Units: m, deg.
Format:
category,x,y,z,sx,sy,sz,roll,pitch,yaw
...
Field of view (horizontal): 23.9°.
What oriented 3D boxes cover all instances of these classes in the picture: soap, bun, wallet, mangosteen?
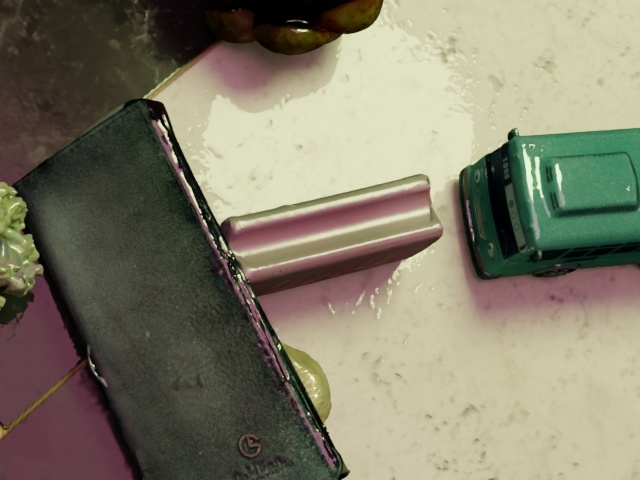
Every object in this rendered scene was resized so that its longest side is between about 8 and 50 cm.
category,x,y,z,sx,sy,sz,roll,pitch,yaw
soap,0.000,0.000,1.394,0.203,0.122,0.065,-14,81,-17
bun,-0.047,0.144,1.373,0.115,0.069,0.115,-2,75,6
wallet,-0.134,0.077,1.324,0.379,0.191,0.046,63,27,6
mangosteen,-0.018,-0.279,1.425,0.210,0.210,0.209,4,75,-14

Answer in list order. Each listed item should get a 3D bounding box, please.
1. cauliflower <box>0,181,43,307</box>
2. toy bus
category,x,y,z,sx,sy,sz,roll,pitch,yaw
cauliflower,-0.349,0.053,1.267,0.256,0.239,0.315,-19,102,-57
toy bus,0.278,-0.040,1.466,0.256,0.147,0.128,-5,76,-17
